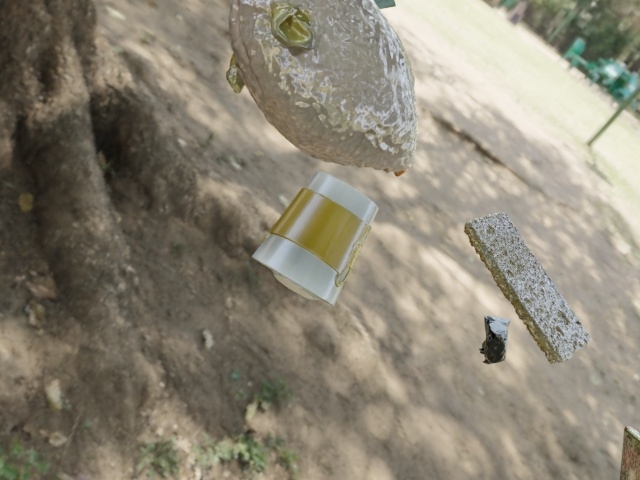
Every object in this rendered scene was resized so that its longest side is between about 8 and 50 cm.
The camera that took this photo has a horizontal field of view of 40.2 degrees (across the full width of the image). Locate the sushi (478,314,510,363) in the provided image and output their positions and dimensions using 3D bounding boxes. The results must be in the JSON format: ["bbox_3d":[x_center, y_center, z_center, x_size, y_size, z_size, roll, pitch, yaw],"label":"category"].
[{"bbox_3d":[0.370,0.217,1.847,0.056,0.085,0.083,8,22,1],"label":"sushi"}]

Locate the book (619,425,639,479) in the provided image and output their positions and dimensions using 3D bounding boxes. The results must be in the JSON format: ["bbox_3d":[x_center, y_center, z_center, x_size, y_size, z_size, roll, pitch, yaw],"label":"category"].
[{"bbox_3d":[0.496,0.429,1.261,0.018,0.228,0.322,1,7,-3],"label":"book"}]

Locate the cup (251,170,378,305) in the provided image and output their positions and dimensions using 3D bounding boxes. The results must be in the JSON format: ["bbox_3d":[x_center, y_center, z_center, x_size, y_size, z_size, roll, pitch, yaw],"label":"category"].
[{"bbox_3d":[0.000,0.000,1.726,0.185,0.226,0.241,30,-3,12],"label":"cup"}]

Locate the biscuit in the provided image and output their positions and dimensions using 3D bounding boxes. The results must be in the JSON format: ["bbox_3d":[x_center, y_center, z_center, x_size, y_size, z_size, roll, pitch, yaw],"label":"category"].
[{"bbox_3d":[0.289,0.063,1.229,0.131,0.025,0.231,-13,68,-53],"label":"biscuit"}]

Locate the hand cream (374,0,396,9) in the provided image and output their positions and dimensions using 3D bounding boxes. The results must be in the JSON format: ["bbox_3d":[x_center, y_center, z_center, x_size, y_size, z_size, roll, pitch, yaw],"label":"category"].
[{"bbox_3d":[0.059,-0.592,1.694,0.070,0.111,0.312,-65,144,-50],"label":"hand cream"}]

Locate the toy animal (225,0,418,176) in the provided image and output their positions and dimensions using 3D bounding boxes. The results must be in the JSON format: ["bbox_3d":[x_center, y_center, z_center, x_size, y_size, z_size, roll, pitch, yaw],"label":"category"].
[{"bbox_3d":[0.002,-0.221,1.127,0.358,0.188,0.226,53,50,-12],"label":"toy animal"}]
